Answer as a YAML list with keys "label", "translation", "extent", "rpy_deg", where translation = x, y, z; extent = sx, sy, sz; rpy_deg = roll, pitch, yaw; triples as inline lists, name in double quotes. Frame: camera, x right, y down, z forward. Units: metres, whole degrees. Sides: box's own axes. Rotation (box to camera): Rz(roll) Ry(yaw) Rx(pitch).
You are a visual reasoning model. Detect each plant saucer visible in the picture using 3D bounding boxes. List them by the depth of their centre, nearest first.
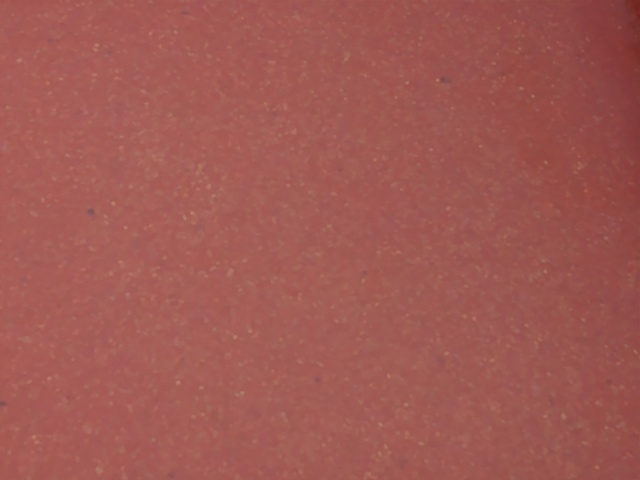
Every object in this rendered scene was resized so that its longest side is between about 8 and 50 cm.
- label: "plant saucer"
  translation: [0.000, 0.000, 0.395]
  extent: [0.259, 0.258, 0.047]
  rpy_deg: [-6, 150, -13]
